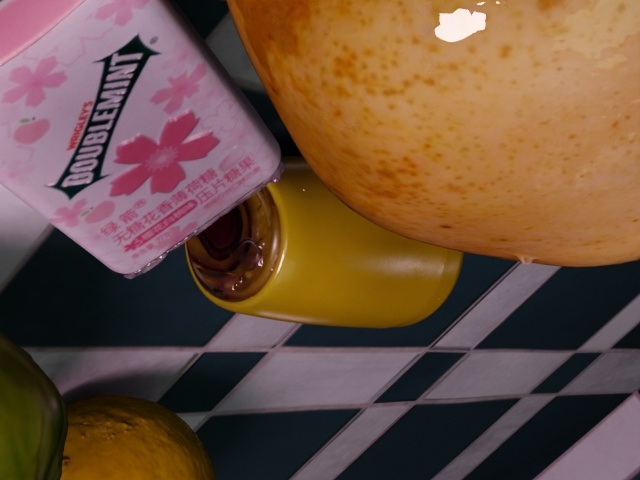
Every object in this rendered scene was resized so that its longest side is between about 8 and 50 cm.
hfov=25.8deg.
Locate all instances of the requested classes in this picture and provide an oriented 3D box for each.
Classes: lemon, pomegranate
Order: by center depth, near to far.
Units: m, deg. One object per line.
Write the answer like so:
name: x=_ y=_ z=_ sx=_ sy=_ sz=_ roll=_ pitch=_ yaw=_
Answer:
pomegranate: x=0.138 y=-0.177 z=0.839 sx=0.417 sy=0.416 sz=0.416 roll=-27 pitch=154 yaw=-15
lemon: x=-0.228 y=0.282 z=1.527 sx=0.236 sy=0.236 sz=0.263 roll=-30 pitch=-176 yaw=-9

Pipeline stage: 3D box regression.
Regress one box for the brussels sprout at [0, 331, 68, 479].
brussels sprout: x=-0.352 y=0.172 z=1.139 sx=0.289 sy=0.281 sz=0.355 roll=-61 pitch=170 yaw=13

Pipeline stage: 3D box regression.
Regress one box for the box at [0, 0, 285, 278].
box: x=-0.165 y=-0.101 z=1.068 sx=0.190 sy=0.112 sz=0.369 roll=-35 pitch=154 yaw=3

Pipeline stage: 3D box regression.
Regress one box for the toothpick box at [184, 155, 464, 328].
toothpick box: x=0.000 y=0.000 z=1.373 sx=0.271 sy=0.175 sz=0.175 roll=3 pitch=136 yaw=-48
